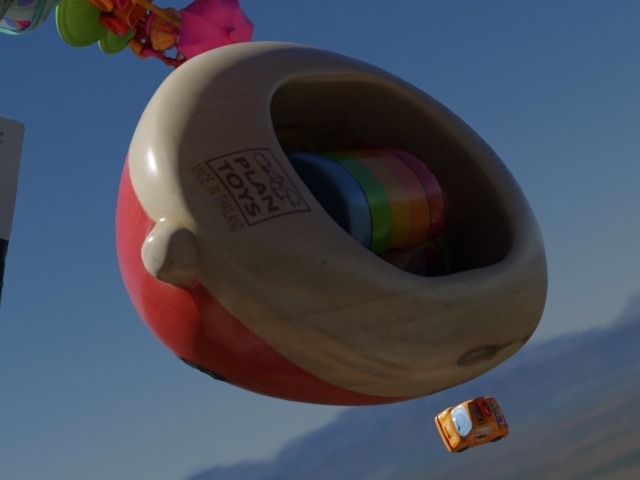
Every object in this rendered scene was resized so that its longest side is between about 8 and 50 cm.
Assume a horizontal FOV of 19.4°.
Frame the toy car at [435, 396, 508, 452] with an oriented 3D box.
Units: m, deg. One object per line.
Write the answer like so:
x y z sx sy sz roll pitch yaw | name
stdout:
0.126 0.172 1.448 0.060 0.122 0.040 3 -32 -15 | toy car

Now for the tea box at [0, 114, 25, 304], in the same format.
-0.332 0.112 0.987 0.220 0.324 0.329 18 -34 -26 | tea box

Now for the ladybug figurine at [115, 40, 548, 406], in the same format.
0.000 0.000 1.389 0.162 0.305 0.449 -44 -21 28 | ladybug figurine

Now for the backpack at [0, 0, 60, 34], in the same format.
-0.187 -0.183 0.952 0.144 0.166 0.188 -60 -1 -15 | backpack

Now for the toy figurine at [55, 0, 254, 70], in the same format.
-0.131 -0.189 1.687 0.130 0.159 0.173 -55 -19 -14 | toy figurine
